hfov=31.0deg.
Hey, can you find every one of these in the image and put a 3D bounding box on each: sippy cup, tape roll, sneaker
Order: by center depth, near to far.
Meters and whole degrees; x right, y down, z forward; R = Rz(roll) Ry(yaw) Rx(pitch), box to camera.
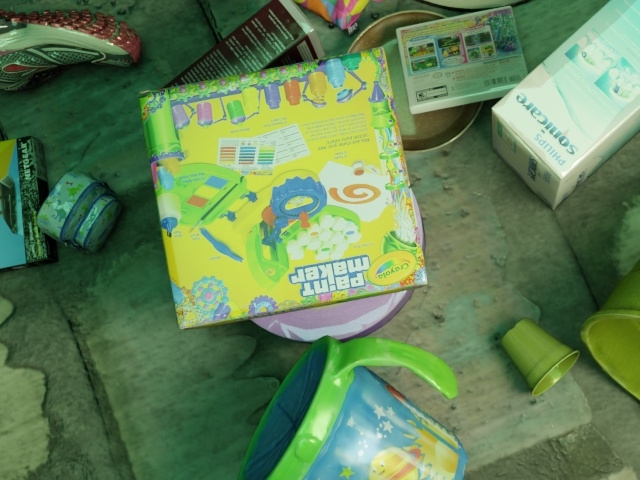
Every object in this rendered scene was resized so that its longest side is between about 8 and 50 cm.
[{"bbox_3d":[0.047,0.269,1.413,0.224,0.305,0.240,29,65,-9],"label":"sippy cup"},{"bbox_3d":[0.000,0.000,1.527,0.275,0.090,0.275,-1,81,8],"label":"tape roll"},{"bbox_3d":[-0.397,-0.264,1.618,0.299,0.121,0.112,2,112,8],"label":"sneaker"}]

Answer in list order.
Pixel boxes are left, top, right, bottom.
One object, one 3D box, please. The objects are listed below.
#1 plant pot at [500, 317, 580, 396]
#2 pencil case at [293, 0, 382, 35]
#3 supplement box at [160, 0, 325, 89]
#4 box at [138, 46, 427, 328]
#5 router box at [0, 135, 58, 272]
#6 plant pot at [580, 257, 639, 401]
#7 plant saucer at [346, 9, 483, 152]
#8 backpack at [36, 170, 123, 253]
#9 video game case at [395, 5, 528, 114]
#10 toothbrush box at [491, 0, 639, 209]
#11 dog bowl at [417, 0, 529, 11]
[{"bbox_3d":[0.275,0.143,1.478,0.083,0.083,0.079,-42,67,1],"label":"plant pot"},{"bbox_3d":[-0.030,-0.379,1.581,0.236,0.104,0.104,33,88,9],"label":"pencil case"},{"bbox_3d":[-0.113,-0.217,1.551,0.239,0.130,0.073,-39,80,0],"label":"supplement box"},{"bbox_3d":[-0.041,-0.054,1.385,0.290,0.177,0.279,-10,86,2],"label":"box"},{"bbox_3d":[-0.448,-0.045,1.617,0.133,0.046,0.179,-11,81,7],"label":"router box"},{"bbox_3d":[0.551,0.045,1.333,0.366,0.366,0.353,31,76,11],"label":"plant pot"},{"bbox_3d":[0.126,-0.213,1.564,0.198,0.036,0.199,-1,82,9],"label":"plant saucer"},{"bbox_3d":[-0.324,-0.039,1.564,0.084,0.114,0.105,30,86,11],"label":"backpack"},{"bbox_3d":[0.184,-0.236,1.504,0.157,0.019,0.143,-11,55,7],"label":"video game case"},{"bbox_3d":[0.360,-0.193,1.438,0.295,0.216,0.126,-44,78,2],"label":"toothbrush box"},{"bbox_3d":[0.208,-0.524,1.539,0.408,0.150,0.408,-1,81,8],"label":"dog bowl"}]
